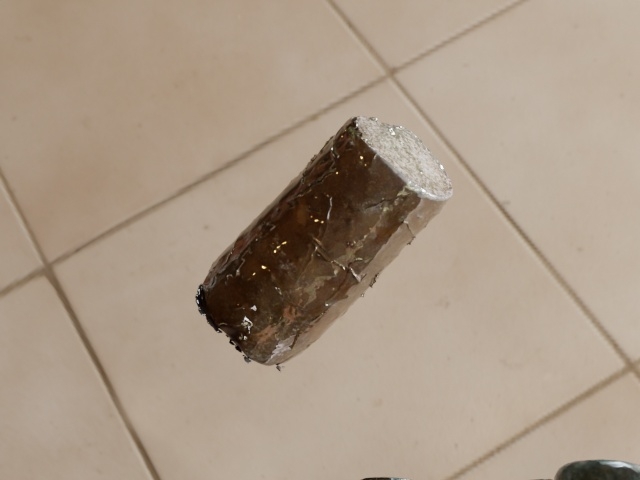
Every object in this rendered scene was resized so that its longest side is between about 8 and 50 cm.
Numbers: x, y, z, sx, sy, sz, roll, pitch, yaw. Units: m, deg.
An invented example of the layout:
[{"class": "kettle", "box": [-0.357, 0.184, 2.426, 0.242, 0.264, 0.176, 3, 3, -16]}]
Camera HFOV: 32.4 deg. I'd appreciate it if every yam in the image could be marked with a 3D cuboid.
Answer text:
[{"class": "yam", "box": [0.000, -0.001, 0.609, 0.141, 0.079, 0.079, -46, 58, 21]}]

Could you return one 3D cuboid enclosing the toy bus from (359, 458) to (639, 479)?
[{"class": "toy bus", "box": [0.117, 0.183, 0.524, 0.256, 0.147, 0.128, -15, 56, 38]}]
